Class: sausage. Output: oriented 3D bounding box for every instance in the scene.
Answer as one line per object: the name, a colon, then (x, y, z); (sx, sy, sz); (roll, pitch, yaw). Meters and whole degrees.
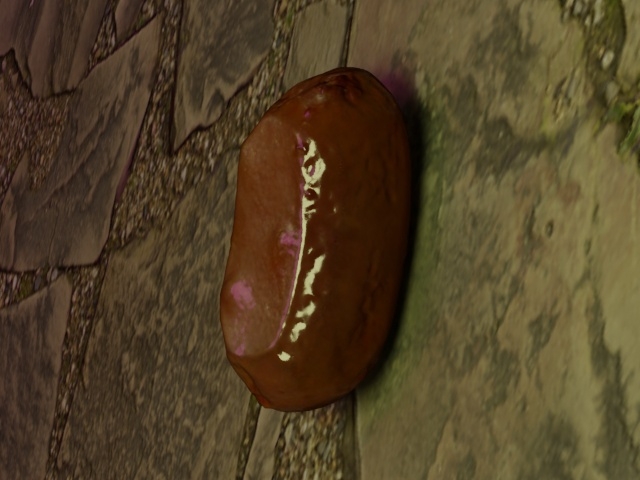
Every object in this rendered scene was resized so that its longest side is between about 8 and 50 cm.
sausage: (0.002, 0.000, 1.468); (0.133, 0.133, 0.258); (14, 97, 61)
